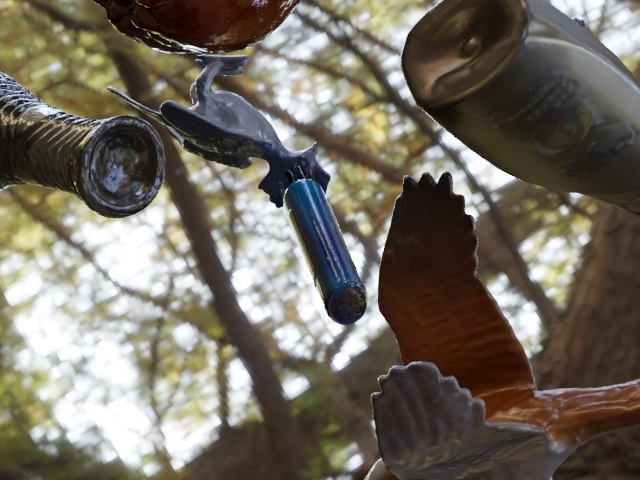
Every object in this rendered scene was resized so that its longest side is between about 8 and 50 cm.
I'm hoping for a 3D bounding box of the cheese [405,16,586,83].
[{"bbox_3d":[0.240,-0.276,1.989,0.329,0.217,0.129,0,-65,61],"label":"cheese"}]

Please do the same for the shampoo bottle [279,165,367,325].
[{"bbox_3d":[0.000,0.000,1.528,0.087,0.050,0.183,71,-3,-57],"label":"shampoo bottle"}]

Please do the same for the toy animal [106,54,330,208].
[{"bbox_3d":[-0.114,-0.124,1.589,0.239,0.255,0.176,145,-55,-82],"label":"toy animal"}]

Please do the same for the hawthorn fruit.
[{"bbox_3d":[-0.080,-0.270,1.099,0.224,0.261,0.224,45,-14,15],"label":"hawthorn fruit"}]

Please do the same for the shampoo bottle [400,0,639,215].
[{"bbox_3d":[0.198,-0.094,1.110,0.125,0.350,0.084,-33,-122,22],"label":"shampoo bottle"}]

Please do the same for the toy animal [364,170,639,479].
[{"bbox_3d":[0.177,0.118,1.041,0.225,0.284,0.302,-87,178,-54],"label":"toy animal"}]

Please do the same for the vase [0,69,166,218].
[{"bbox_3d":[-0.218,-0.074,1.122,0.237,0.115,0.115,15,-51,48],"label":"vase"}]
